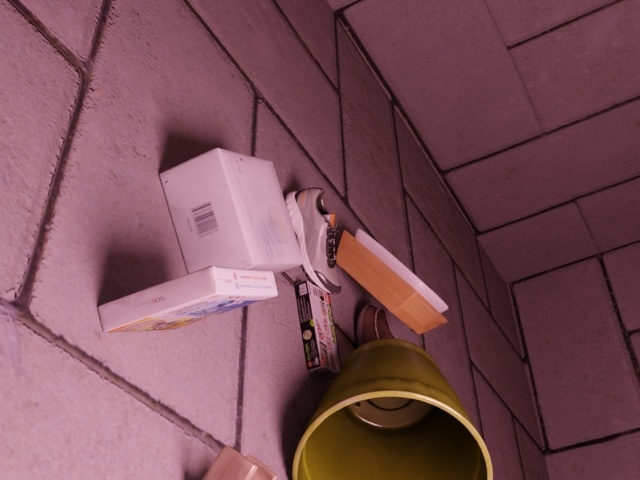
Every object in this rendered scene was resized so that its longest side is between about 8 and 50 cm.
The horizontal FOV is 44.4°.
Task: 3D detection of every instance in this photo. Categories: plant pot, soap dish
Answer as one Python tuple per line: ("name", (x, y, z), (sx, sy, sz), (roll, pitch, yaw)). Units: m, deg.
("plant pot", (0.141, 0.379, 1.600), (0.366, 0.366, 0.353), (63, 12, -16))
("soap dish", (0.183, 0.112, 2.067), (0.291, 0.118, 0.229), (42, 1, 37))

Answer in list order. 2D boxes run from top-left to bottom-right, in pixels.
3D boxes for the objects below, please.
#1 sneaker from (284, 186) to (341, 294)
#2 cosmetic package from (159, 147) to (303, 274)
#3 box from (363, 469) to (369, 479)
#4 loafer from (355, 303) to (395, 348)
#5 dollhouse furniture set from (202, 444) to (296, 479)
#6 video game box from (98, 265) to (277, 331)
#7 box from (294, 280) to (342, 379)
("sneaker", (0.000, 0.000, 1.888), (0.272, 0.108, 0.100), (71, 19, 2))
("cosmetic package", (-0.161, -0.039, 1.489), (0.224, 0.138, 0.224), (2, 69, -69))
("box", (0.134, 0.629, 1.704), (0.220, 0.051, 0.175), (51, 27, -40))
("loafer", (0.193, 0.332, 2.015), (0.134, 0.130, 0.366), (21, 51, -63))
("dollhouse furniture set", (0.008, 0.547, 1.168), (0.256, 0.394, 0.362), (-58, 140, -10))
("video game box", (-0.195, 0.091, 1.188), (0.187, 0.205, 0.048), (15, 58, -64))
("box", (-0.004, 0.205, 1.784), (0.114, 0.036, 0.207), (36, 39, -55))
